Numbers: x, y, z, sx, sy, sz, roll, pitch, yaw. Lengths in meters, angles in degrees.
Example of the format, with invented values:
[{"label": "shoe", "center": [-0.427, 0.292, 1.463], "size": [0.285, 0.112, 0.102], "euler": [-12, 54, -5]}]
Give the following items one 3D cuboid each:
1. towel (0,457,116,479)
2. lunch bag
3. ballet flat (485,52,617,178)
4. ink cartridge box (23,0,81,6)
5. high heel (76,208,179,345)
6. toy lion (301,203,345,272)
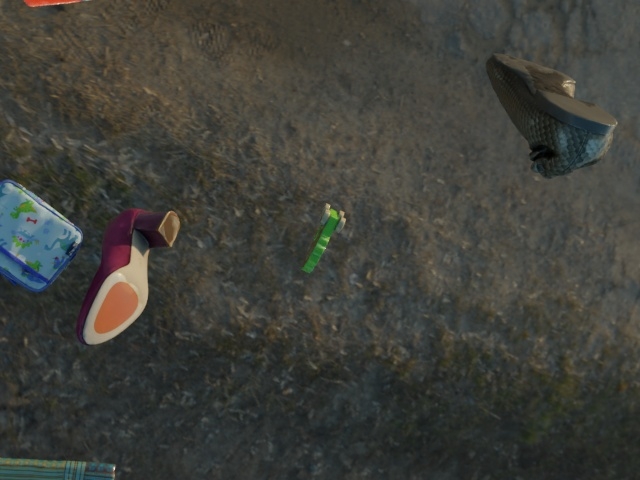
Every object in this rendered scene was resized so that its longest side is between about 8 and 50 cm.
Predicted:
[{"label": "towel", "center": [-0.563, 0.509, 1.232], "size": [0.370, 0.040, 0.271], "euler": [7, 97, -13]}, {"label": "lunch bag", "center": [-0.631, -0.006, 1.491], "size": [0.219, 0.090, 0.176], "euler": [42, 77, -19]}, {"label": "ballet flat", "center": [0.183, -0.109, 0.594], "size": [0.084, 0.250, 0.058], "euler": [13, 115, -4]}, {"label": "ink cartridge box", "center": [-0.314, -0.384, 0.878], "size": [0.189, 0.066, 0.232], "euler": [50, 32, 4]}, {"label": "high heel", "center": [-0.451, 0.075, 1.507], "size": [0.377, 0.181, 0.127], "euler": [-63, 141, -45]}, {"label": "toy lion", "center": [0.000, 0.000, 1.017], "size": [0.034, 0.100, 0.096], "euler": [27, 100, -5]}]
